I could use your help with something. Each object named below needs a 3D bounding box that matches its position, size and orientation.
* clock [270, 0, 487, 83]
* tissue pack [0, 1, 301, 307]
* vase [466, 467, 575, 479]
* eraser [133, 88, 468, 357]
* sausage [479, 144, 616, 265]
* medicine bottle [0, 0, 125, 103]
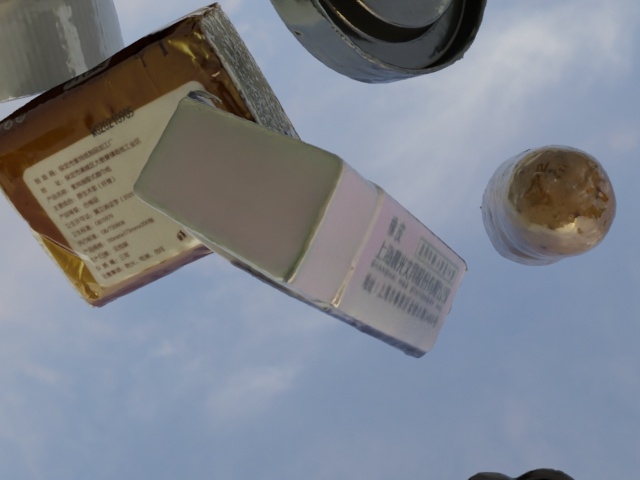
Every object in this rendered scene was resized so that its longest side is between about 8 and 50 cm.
[{"bbox_3d":[0.048,-0.282,1.065,0.055,0.280,0.281,-14,-129,46],"label":"clock"},{"bbox_3d":[-0.139,-0.064,0.941,0.226,0.183,0.092,-24,-162,21],"label":"tissue pack"},{"bbox_3d":[0.135,0.279,0.782,0.115,0.237,0.115,0,-148,0],"label":"vase"},{"bbox_3d":[0.000,0.000,0.769,0.130,0.287,0.086,26,-93,25],"label":"eraser"},{"bbox_3d":[0.257,-0.032,1.352,0.136,0.501,0.123,0,-94,8],"label":"sausage"},{"bbox_3d":[-0.313,-0.320,1.032,0.211,0.372,0.211,-11,-162,4],"label":"medicine bottle"}]
